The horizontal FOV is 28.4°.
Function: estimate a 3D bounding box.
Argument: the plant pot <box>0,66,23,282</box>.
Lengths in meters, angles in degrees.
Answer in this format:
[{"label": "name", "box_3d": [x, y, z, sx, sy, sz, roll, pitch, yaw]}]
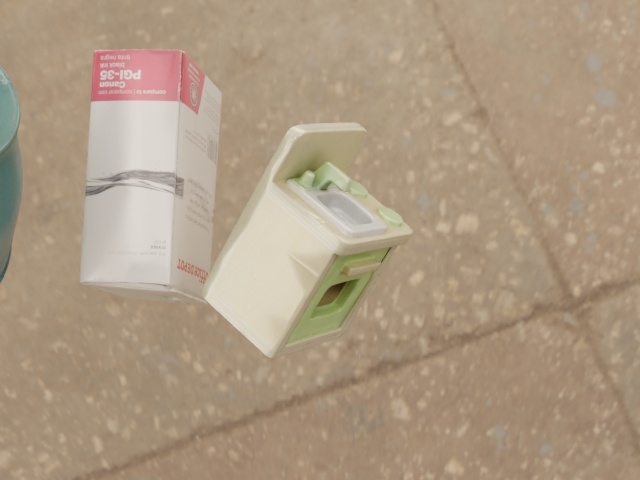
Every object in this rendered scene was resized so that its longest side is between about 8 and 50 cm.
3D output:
[{"label": "plant pot", "box_3d": [-0.439, -0.080, 1.349, 0.272, 0.255, 0.271, 15, 51, -19]}]

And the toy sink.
[{"label": "toy sink", "box_3d": [0.000, 0.000, 1.427, 0.131, 0.153, 0.234, 40, 115, 23]}]

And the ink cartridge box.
[{"label": "ink cartridge box", "box_3d": [-0.203, -0.071, 1.547, 0.117, 0.207, 0.283, 2, 82, 8]}]
